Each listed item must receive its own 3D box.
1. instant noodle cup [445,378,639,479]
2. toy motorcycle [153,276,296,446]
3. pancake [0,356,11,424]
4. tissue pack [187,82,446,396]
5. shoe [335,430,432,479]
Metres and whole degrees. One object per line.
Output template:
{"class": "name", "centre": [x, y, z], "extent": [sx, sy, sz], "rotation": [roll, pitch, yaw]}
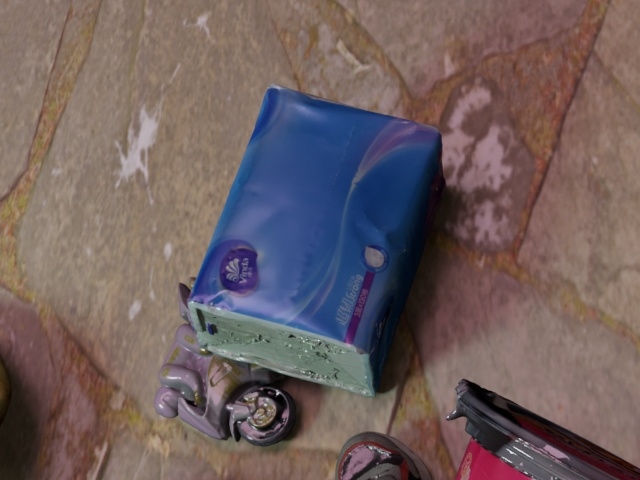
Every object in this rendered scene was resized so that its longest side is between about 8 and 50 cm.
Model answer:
{"class": "instant noodle cup", "centre": [0.195, 0.261, 1.546], "extent": [0.302, 0.258, 0.182], "rotation": [30, 93, 49]}
{"class": "toy motorcycle", "centre": [-0.110, 0.131, 1.944], "extent": [0.152, 0.073, 0.225], "rotation": [-22, 57, 11]}
{"class": "pancake", "centre": [-0.467, 0.246, 2.030], "extent": [0.304, 0.067, 0.427], "rotation": [-35, 29, 4]}
{"class": "tissue pack", "centre": [0.000, 0.000, 1.873], "extent": [0.198, 0.146, 0.263], "rotation": [15, 66, 11]}
{"class": "shoe", "centre": [0.057, 0.257, 1.708], "extent": [0.099, 0.125, 0.227], "rotation": [-40, 47, 8]}
